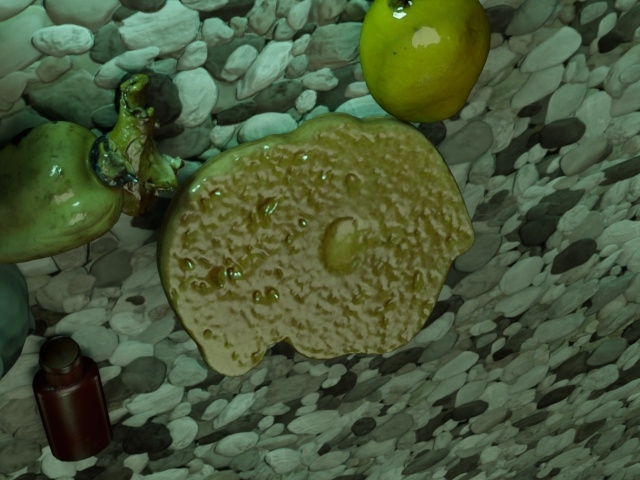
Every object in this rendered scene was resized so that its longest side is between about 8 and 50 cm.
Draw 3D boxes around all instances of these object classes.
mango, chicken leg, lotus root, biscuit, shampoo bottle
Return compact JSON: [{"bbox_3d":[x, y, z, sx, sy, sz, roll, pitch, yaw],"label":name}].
[{"bbox_3d":[0.136,-0.240,1.774,0.176,0.119,0.317,-29,155,-5],"label":"mango"},{"bbox_3d":[-0.221,-0.114,1.695,0.101,0.085,0.208,12,131,1],"label":"chicken leg"},{"bbox_3d":[-0.330,-0.057,1.635,0.256,0.154,0.140,-21,-170,14],"label":"lotus root"},{"bbox_3d":[0.000,0.000,1.889,0.455,0.078,0.350,-6,111,-17],"label":"biscuit"},{"bbox_3d":[-0.375,0.238,2.062,0.102,0.064,0.260,-18,144,-15],"label":"shampoo bottle"}]

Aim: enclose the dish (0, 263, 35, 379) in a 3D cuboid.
[{"bbox_3d":[-0.499,0.143,1.795,0.303,0.120,0.303,-19,144,-15],"label":"dish"}]
